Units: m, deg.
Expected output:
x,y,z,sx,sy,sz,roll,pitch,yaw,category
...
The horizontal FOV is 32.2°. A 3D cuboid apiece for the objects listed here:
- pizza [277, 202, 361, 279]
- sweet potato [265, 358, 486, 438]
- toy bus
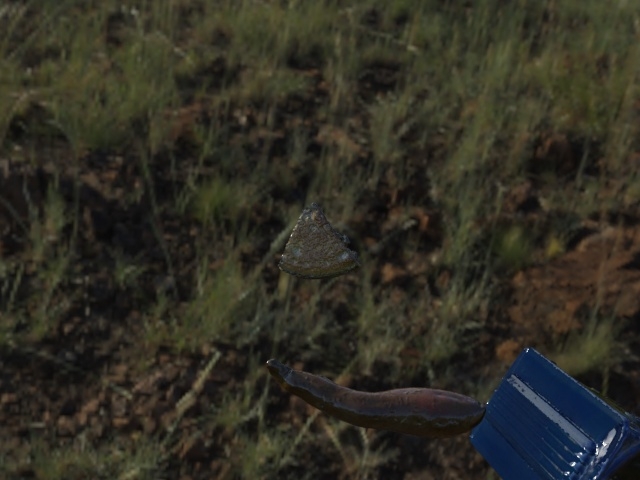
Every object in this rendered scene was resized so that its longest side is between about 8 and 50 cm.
x,y,z,sx,sy,sz,roll,pitch,yaw,category
0.000,0.000,1.109,0.083,0.078,0.025,1,6,11,pizza
0.050,0.154,1.057,0.214,0.050,0.050,10,31,-4,sweet potato
0.295,0.240,1.214,0.175,0.138,0.288,30,4,-14,toy bus
